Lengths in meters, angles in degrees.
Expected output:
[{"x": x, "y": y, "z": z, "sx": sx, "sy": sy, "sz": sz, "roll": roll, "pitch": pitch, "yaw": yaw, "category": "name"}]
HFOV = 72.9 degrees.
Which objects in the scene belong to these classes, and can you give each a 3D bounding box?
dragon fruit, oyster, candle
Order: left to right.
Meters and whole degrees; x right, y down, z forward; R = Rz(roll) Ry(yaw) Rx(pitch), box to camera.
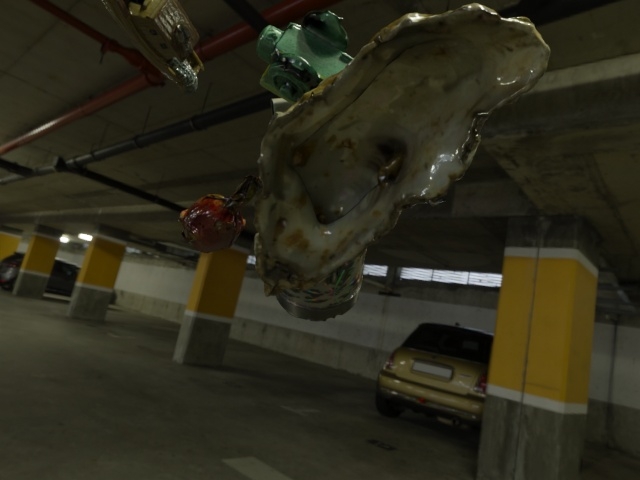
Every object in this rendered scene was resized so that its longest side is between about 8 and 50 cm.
[{"x": -0.207, "y": -0.061, "z": 0.928, "sx": 0.246, "sy": 0.125, "sz": 0.125, "roll": -37, "pitch": -55, "yaw": 23, "category": "dragon fruit"}, {"x": 0.000, "y": 0.000, "z": 0.797, "sx": 0.188, "sy": 0.187, "sz": 0.330, "roll": 11, "pitch": -42, "yaw": 6, "category": "candle"}, {"x": 0.030, "y": -0.061, "z": 0.400, "sx": 0.166, "sy": 0.110, "sz": 0.341, "roll": 23, "pitch": -45, "yaw": -2, "category": "oyster"}]

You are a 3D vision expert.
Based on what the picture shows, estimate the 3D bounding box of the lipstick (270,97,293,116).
[{"x": 0.025, "y": -0.276, "z": 0.911, "sx": 0.253, "sy": 0.077, "sz": 0.079, "roll": -7, "pitch": 24, "yaw": -10, "category": "lipstick"}]

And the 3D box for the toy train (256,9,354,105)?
[{"x": 0.057, "y": -0.238, "z": 0.761, "sx": 0.369, "sy": 0.150, "sz": 0.237, "roll": 30, "pitch": -7, "yaw": -4, "category": "toy train"}]

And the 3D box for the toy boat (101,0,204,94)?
[{"x": -0.301, "y": -0.396, "z": 0.786, "sx": 0.122, "sy": 0.089, "sz": 0.321, "roll": 22, "pitch": -14, "yaw": 19, "category": "toy boat"}]
